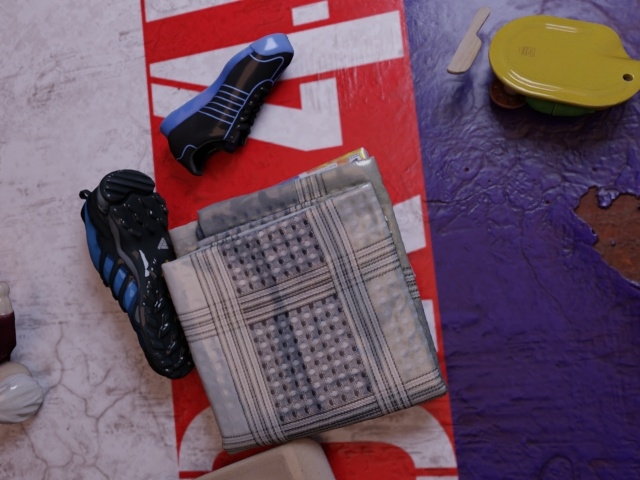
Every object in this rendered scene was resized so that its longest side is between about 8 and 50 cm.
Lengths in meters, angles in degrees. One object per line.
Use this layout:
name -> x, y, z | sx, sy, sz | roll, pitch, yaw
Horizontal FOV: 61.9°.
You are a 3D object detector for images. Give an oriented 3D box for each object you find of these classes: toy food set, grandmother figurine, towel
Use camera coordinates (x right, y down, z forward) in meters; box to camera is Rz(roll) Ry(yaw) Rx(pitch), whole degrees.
toy food set -> 0.274, -0.208, 0.663 | 0.217, 0.071, 0.128 | 17, 68, 12
grandmother figurine -> -0.534, 0.126, 0.835 | 0.207, 0.104, 0.342 | -32, 83, 39
towel -> -0.032, 0.085, 0.682 | 0.312, 0.056, 0.324 | -19, 85, 13

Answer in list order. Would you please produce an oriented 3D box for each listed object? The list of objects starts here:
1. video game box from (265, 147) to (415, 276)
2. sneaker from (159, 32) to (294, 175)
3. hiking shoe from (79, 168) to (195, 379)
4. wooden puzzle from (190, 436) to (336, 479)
video game box -> 0.000, 0.000, 0.728 | 0.205, 0.048, 0.187 | -22, 85, 12
sneaker -> -0.118, -0.185, 0.752 | 0.232, 0.081, 0.090 | -35, 83, 17
hiking shoe -> -0.255, 0.053, 0.776 | 0.132, 0.113, 0.304 | -17, 90, 43
wooden puzzle -> -0.100, 0.469, 0.722 | 0.347, 0.080, 0.322 | -25, 82, 7
